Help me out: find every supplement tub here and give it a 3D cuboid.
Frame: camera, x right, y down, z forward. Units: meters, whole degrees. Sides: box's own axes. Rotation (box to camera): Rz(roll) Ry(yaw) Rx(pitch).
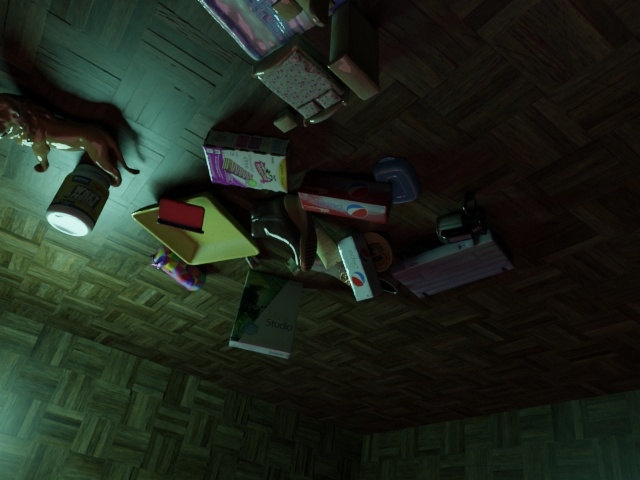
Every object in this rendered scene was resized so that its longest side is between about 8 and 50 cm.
[{"bbox_3d":[-0.769,-0.130,1.620,0.145,0.199,0.144,7,146,4],"label":"supplement tub"}]

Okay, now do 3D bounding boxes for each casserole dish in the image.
[{"bbox_3d":[0.220,-0.165,1.456,0.114,0.036,0.188,-10,140,27],"label":"casserole dish"}]

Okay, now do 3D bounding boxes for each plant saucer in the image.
[{"bbox_3d":[-0.420,-0.051,1.754,0.333,0.080,0.332,-9,142,26],"label":"plant saucer"}]

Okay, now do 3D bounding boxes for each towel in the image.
[{"bbox_3d":[-0.100,-0.505,1.045,0.285,0.034,0.209,-17,138,34],"label":"towel"}]

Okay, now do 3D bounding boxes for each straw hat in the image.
[{"bbox_3d":[0.196,0.037,1.725,0.145,0.144,0.061,-23,175,39],"label":"straw hat"}]

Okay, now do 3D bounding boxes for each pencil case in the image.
[{"bbox_3d":[-0.565,0.114,2.018,0.105,0.104,0.236,-13,140,31],"label":"pencil case"}]

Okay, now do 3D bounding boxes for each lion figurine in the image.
[{"bbox_3d":[-0.727,-0.295,1.456,0.393,0.142,0.240,4,141,-17],"label":"lion figurine"}]

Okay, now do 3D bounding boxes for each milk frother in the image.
[{"bbox_3d":[0.411,-0.069,1.511,0.135,0.129,0.143,-12,97,29],"label":"milk frother"}]

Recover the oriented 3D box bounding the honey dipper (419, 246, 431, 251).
[{"bbox_3d":[0.416,0.030,1.697,0.161,0.030,0.030,-9,142,24],"label":"honey dipper"}]

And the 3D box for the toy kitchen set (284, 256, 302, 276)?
[{"bbox_3d":[-0.075,0.102,1.903,0.068,0.083,0.075,-40,135,-2],"label":"toy kitchen set"}]

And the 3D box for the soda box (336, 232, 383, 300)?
[{"bbox_3d":[0.133,0.089,1.702,0.074,0.216,0.069,-22,176,39],"label":"soda box"}]

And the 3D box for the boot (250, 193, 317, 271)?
[{"bbox_3d":[-0.120,-0.019,1.600,0.207,0.248,0.090,-6,174,28],"label":"boot"}]

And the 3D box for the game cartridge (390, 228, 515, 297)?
[{"bbox_3d":[0.439,0.081,1.696,0.355,0.068,0.230,-22,137,28],"label":"game cartridge"}]

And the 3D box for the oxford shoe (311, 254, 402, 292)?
[{"bbox_3d":[0.113,0.109,1.798,0.364,0.132,0.130,6,146,6],"label":"oxford shoe"}]

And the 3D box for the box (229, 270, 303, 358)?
[{"bbox_3d":[-0.204,0.282,1.970,0.233,0.321,0.058,13,141,-5],"label":"box"}]

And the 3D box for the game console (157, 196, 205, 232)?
[{"bbox_3d":[-0.445,-0.078,1.637,0.144,0.085,0.124,14,177,-5],"label":"game console"}]

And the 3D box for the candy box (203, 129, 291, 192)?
[{"bbox_3d":[-0.204,-0.225,1.449,0.234,0.071,0.159,7,145,4],"label":"candy box"}]

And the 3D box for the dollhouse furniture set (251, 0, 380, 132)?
[{"bbox_3d":[-0.057,-0.348,1.102,0.356,0.173,0.303,-21,142,36],"label":"dollhouse furniture set"}]

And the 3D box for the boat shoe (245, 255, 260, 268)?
[{"bbox_3d":[-0.264,0.053,1.900,0.043,0.049,0.137,-34,141,-11],"label":"boat shoe"}]

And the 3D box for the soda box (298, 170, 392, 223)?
[{"bbox_3d":[0.074,-0.126,1.475,0.264,0.083,0.092,10,150,15],"label":"soda box"}]

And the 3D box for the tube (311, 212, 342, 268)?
[{"bbox_3d":[0.000,0.000,1.703,0.070,0.062,0.240,-1,138,42],"label":"tube"}]
